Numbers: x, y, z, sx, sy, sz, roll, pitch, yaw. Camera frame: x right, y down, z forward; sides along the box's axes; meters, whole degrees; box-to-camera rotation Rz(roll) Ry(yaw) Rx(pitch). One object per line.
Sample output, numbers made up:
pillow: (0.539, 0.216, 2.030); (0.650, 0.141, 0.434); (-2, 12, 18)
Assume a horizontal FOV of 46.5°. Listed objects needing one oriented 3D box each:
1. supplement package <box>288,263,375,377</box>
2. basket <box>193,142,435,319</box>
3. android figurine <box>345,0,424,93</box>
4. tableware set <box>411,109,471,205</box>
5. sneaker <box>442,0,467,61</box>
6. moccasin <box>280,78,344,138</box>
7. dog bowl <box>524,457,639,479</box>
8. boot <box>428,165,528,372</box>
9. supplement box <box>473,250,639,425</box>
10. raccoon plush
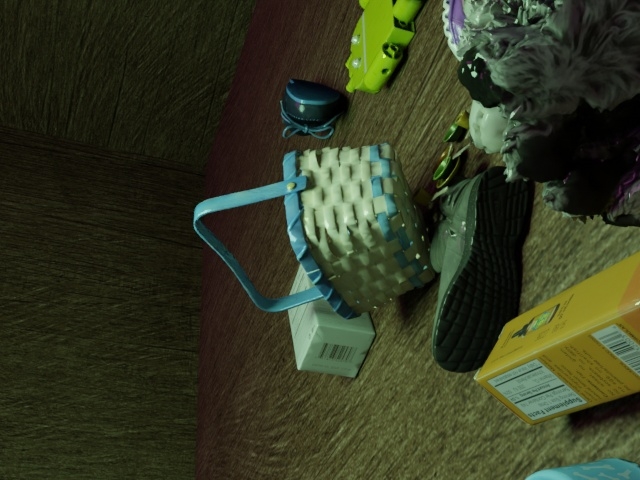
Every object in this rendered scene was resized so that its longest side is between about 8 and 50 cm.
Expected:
supplement package: (0.013, 0.132, 1.277); (0.179, 0.105, 0.105); (-104, 29, -54)
basket: (0.000, 0.000, 1.050); (0.254, 0.289, 0.201); (59, -163, -49)
android figurine: (0.110, -0.386, 1.370); (0.273, 0.056, 0.248); (129, 147, -54)
tableware set: (0.164, -0.112, 0.985); (0.154, 0.024, 0.104); (-61, 8, -22)
sneaker: (0.224, -0.329, 0.915); (0.104, 0.095, 0.236); (10, 89, 65)
moccasin: (-0.021, -0.283, 1.647); (0.342, 0.138, 0.116); (-88, 9, -74)
dog bowl: (0.205, 0.324, 0.599); (0.166, 0.074, 0.297); (165, 115, -71)
boot: (0.173, 0.033, 0.899); (0.161, 0.083, 0.246); (161, 124, -79)
supplement box: (0.228, 0.086, 0.628); (0.078, 0.080, 0.233); (-50, 2, -30)
raccoon plush: (0.292, -0.203, 0.597); (0.446, 0.216, 0.299); (-31, 27, 28)
